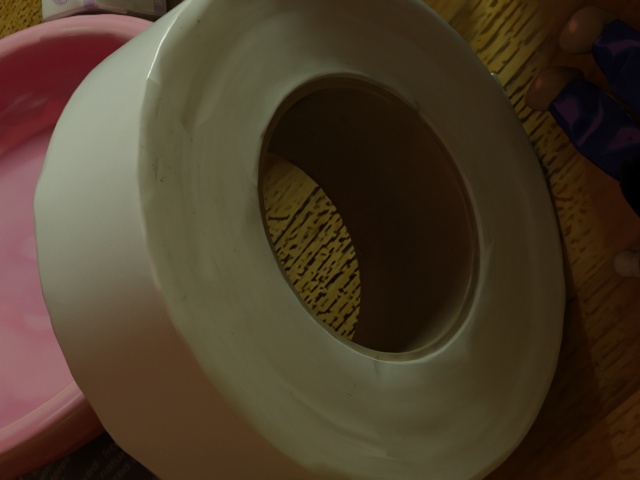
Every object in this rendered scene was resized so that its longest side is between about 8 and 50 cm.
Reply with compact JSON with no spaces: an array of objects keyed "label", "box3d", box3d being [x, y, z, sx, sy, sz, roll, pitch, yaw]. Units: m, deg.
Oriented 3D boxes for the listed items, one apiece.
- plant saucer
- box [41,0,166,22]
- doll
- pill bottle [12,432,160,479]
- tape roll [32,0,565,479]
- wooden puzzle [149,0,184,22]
[{"label":"plant saucer","box3d":[-0.185,0.010,0.790,0.332,0.084,0.332,-15,52,20]},{"label":"box","box3d":[-0.156,-0.312,0.867,0.067,0.063,0.324,-3,89,45]},{"label":"doll","box3d":[0.179,-0.033,0.627,0.189,0.046,0.129,54,129,36]},{"label":"pill bottle","box3d":[-0.107,0.154,0.841,0.361,0.204,0.204,41,120,39]},{"label":"tape roll","box3d":[0.000,0.000,0.657,0.100,0.286,0.286,-24,73,47]},{"label":"wooden puzzle","box3d":[-0.069,-0.301,0.883,0.347,0.080,0.322,-16,80,43]}]
